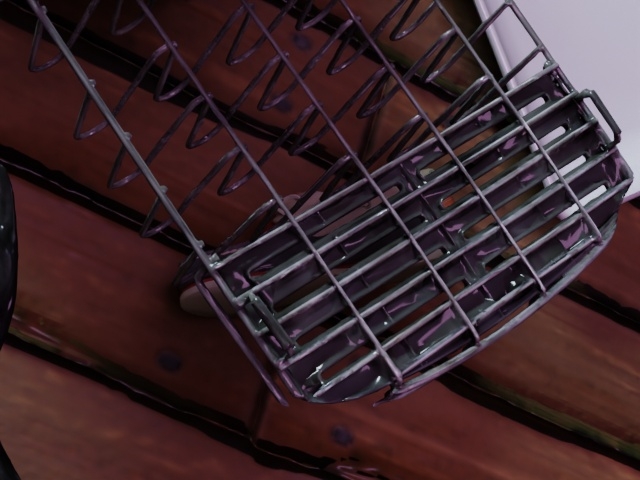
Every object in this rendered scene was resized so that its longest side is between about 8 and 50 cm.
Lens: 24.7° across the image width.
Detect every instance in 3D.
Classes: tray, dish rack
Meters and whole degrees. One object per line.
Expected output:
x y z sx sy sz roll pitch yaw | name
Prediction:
0.112 -0.150 0.705 0.145 0.030 0.270 -20 89 -32 | tray
-0.014 -0.072 0.560 0.208 0.074 0.271 -31 83 -30 | dish rack

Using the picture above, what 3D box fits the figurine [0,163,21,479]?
-0.183 0.081 0.437 0.215 0.092 0.209 -3 86 -30 | figurine

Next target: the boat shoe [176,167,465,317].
0.000 0.000 0.596 0.137 0.049 0.043 -11 78 -30 | boat shoe
